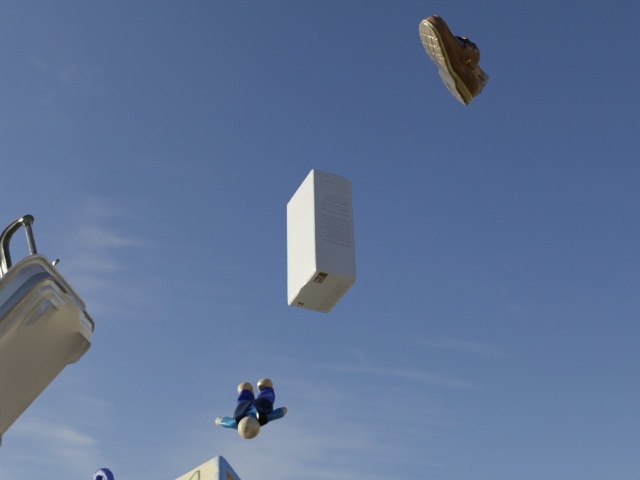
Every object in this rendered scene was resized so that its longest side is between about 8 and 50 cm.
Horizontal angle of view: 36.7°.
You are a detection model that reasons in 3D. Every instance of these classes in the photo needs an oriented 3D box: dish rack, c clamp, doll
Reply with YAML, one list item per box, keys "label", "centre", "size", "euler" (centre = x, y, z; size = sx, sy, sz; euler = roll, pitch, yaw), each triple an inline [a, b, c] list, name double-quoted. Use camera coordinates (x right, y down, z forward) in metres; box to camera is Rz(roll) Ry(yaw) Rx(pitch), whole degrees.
- label: "dish rack"
  centre: [-0.473, 0.197, 1.430]
  size: [0.072, 0.333, 0.285]
  euler: [35, -17, 19]
- label: "c clamp"
  centre: [-0.473, 0.020, 1.552]
  size: [0.137, 0.160, 0.022]
  euler: [-45, -38, 22]
- label: "doll"
  centre: [-0.122, 0.302, 1.695]
  size: [0.129, 0.046, 0.189]
  euler: [-12, 13, 1]

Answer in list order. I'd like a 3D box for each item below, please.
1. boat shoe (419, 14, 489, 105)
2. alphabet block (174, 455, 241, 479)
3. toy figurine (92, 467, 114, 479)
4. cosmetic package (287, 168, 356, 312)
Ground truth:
- label: "boat shoe"
  centre: [0.194, -0.267, 1.381]
  size: [0.060, 0.064, 0.178]
  euler: [-40, -39, 3]
- label: "alphabet block"
  centre: [-0.230, 0.582, 1.906]
  size: [0.197, 0.192, 0.193]
  euler: [-30, -70, 7]
- label: "toy figurine"
  centre: [-0.273, 0.386, 1.205]
  size: [0.191, 0.217, 0.362]
  euler: [13, -32, -38]
- label: "cosmetic package"
  centre: [0.000, 0.000, 1.696]
  size: [0.085, 0.231, 0.117]
  euler: [14, -40, -22]
